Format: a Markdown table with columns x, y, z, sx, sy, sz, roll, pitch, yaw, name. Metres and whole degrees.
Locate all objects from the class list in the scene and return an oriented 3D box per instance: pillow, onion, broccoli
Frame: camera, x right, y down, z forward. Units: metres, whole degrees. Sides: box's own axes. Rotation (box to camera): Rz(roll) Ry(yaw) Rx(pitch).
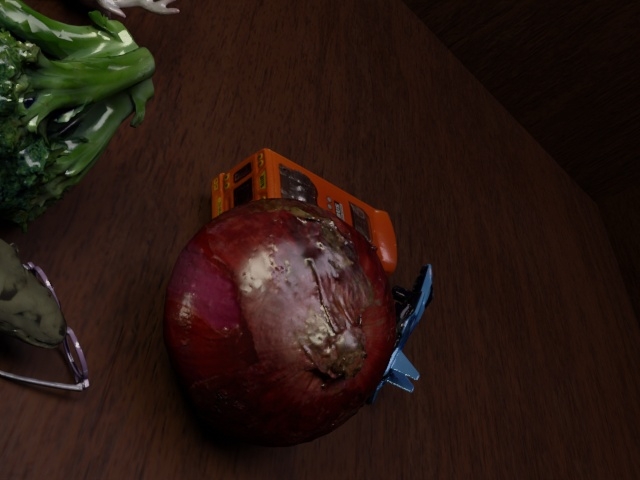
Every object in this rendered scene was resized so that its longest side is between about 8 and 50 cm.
| x | y | z | sx | sy | sz | roll | pitch | yaw | name |
| --- | --- | --- | --- | --- | --- | --- | --- | --- | --- |
| -0.305 | 0.010 | 0.545 | 0.241 | 0.051 | 0.093 | 42 | 22 | -44 | pillow |
| -0.041 | 0.089 | 0.735 | 0.276 | 0.276 | 0.276 | 32 | 39 | -31 | onion |
| -0.294 | -0.145 | 0.634 | 0.245 | 0.294 | 0.265 | -21 | 107 | -26 | broccoli |

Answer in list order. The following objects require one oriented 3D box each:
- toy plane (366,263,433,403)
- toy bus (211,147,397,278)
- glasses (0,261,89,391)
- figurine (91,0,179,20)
| x | y | z | sx | sy | sz | roll | pitch | yaw | name |
| --- | --- | --- | --- | --- | --- | --- | --- | --- | --- |
| 0.126 | 0.123 | 1.013 | 0.078 | 0.169 | 0.247 | 14 | 52 | 6 | toy plane |
| 0.000 | 0.000 | 0.968 | 0.329 | 0.153 | 0.143 | 27 | 44 | -40 | toy bus |
| -0.292 | 0.098 | 0.624 | 0.103 | 0.062 | 0.140 | -25 | 81 | -35 | glasses |
| -0.303 | -0.433 | 0.868 | 0.206 | 0.284 | 0.316 | -22 | 91 | -55 | figurine |
